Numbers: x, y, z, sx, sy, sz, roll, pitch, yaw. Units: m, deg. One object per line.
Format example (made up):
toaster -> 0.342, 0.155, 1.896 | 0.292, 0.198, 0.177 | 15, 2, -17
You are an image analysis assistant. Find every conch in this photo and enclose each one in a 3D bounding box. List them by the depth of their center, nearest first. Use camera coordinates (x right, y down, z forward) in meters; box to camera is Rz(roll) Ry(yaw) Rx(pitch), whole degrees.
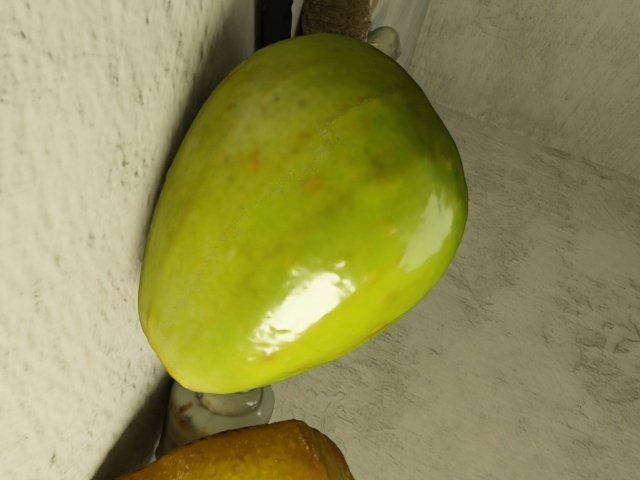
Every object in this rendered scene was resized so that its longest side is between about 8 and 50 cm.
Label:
conch -> -0.172, 0.263, 0.682 | 0.255, 0.158, 0.127 | -58, 155, 8

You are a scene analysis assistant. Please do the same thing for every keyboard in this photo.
keyboard -> -0.044, -0.244, 0.482 | 0.074, 0.015, 0.196 | -61, 172, -27

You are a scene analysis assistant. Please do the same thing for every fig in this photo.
fig -> -0.027, -0.010, 0.444 | 0.326, 0.258, 0.258 | -49, 175, 0

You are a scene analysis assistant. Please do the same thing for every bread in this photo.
bread -> -0.111, 0.364, 0.620 | 0.328, 0.337, 0.148 | 73, -5, -50

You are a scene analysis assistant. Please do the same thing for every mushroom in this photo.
mushroom -> 0.112, -0.393, 1.100 | 0.223, 0.081, 0.092 | -62, 153, -26

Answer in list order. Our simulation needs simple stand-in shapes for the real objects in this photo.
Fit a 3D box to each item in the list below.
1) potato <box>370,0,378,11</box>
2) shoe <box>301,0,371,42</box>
potato -> 0.067, -0.394, 0.728 | 0.086, 0.061, 0.122 | 102, 11, -52
shoe -> 0.016, -0.252, 0.645 | 0.092, 0.089, 0.180 | -54, 168, -65
